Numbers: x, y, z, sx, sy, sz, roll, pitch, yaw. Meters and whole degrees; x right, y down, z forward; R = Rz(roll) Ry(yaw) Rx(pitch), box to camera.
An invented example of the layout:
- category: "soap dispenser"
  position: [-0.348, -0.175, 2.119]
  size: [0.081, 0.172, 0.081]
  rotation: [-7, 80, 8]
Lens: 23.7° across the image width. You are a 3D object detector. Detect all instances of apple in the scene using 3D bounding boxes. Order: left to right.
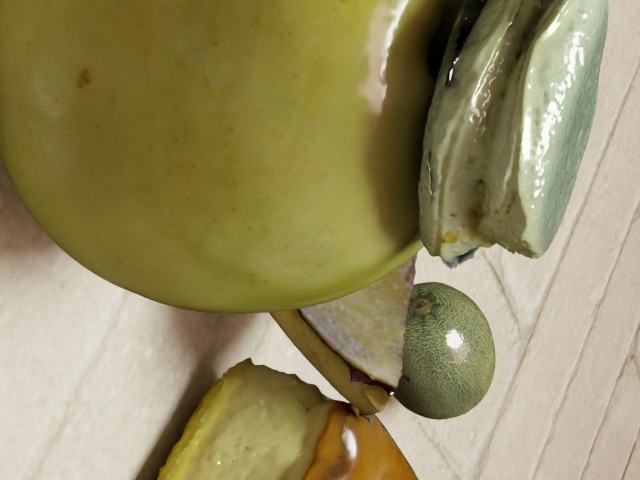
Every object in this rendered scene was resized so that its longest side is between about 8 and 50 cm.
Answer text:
- category: "apple"
  position: [-0.037, -0.092, 0.759]
  size: [0.262, 0.262, 0.262]
  rotation: [-35, 131, -52]

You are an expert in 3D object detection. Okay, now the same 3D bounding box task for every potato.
- category: "potato"
  position: [0.000, 0.000, 0.981]
  size: [0.098, 0.138, 0.243]
  rotation: [123, -12, -49]

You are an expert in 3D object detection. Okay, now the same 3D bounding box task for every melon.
- category: "melon"
  position: [0.091, 0.090, 1.218]
  size: [0.098, 0.098, 0.131]
  rotation: [-59, 153, -30]

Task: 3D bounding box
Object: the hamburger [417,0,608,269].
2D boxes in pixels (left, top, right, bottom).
- category: "hamburger"
  position: [0.088, -0.058, 0.685]
  size: [0.133, 0.062, 0.140]
  rotation: [61, 44, -67]

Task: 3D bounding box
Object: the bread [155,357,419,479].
- category: "bread"
  position: [-0.041, 0.299, 1.016]
  size: [0.333, 0.143, 0.324]
  rotation: [-62, 150, -26]
